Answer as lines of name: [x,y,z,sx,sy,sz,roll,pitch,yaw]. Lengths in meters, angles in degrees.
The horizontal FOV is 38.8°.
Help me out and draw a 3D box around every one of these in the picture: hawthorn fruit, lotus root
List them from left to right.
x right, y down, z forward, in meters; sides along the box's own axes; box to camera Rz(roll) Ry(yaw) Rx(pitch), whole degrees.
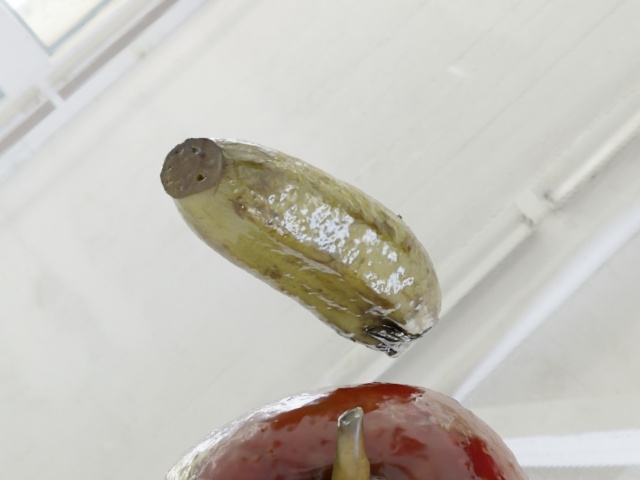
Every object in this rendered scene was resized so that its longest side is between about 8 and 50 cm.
lotus root: [0.000,0.000,0.662,0.110,0.258,0.097,-20,-132,36]
hawthorn fruit: [0.014,0.208,0.594,0.287,0.330,0.287,1,-134,-1]
